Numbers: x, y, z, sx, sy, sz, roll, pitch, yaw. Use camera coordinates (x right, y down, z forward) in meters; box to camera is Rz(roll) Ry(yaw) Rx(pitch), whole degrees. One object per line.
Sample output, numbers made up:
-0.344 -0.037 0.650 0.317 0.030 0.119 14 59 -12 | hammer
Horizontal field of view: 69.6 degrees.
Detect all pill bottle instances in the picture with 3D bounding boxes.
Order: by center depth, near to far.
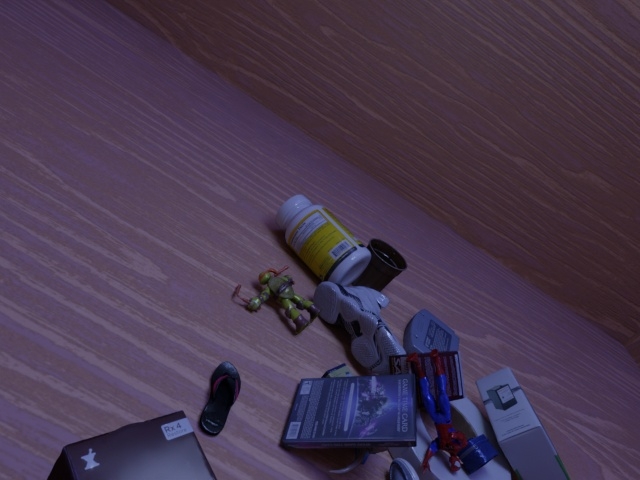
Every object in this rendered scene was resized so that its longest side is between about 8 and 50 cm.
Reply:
0.000 0.000 1.588 0.334 0.188 0.187 46 27 21 | pill bottle

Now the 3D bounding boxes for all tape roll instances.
0.325 0.519 1.221 0.391 0.072 0.392 28 27 -15 | tape roll

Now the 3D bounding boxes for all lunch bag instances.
0.383 0.518 1.131 0.098 0.067 0.065 7 37 -47 | lunch bag

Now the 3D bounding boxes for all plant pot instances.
0.199 0.106 1.678 0.166 0.165 0.167 29 26 -16 | plant pot

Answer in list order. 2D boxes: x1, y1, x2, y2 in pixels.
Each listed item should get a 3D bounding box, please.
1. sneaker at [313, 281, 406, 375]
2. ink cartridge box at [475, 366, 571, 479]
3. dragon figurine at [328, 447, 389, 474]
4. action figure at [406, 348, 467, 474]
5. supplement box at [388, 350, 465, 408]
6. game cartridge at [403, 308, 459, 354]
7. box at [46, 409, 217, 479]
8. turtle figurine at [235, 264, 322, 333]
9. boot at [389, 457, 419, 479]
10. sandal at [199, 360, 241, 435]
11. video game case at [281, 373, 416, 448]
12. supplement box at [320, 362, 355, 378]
0.157 0.248 1.377 0.210 0.138 0.366 3 30 -47 | sneaker
0.569 0.536 1.317 0.211 0.121 0.289 59 13 -9 | ink cartridge box
0.099 0.443 1.050 0.085 0.144 0.289 39 44 5 | dragon figurine
0.265 0.409 1.055 0.139 0.091 0.281 -19 91 -62 | action figure
0.284 0.361 1.211 0.239 0.073 0.131 11 71 -43 | supplement box
0.389 0.355 1.613 0.198 0.062 0.297 35 25 8 | game cartridge
-0.255 0.368 0.601 0.168 0.203 0.167 1 42 -50 | box
-0.099 0.151 1.316 0.217 0.087 0.269 41 25 11 | turtle figurine
0.171 0.551 0.970 0.086 0.069 0.190 23 29 -32 | boot
-0.199 0.317 0.952 0.067 0.040 0.179 30 25 -12 | sandal
0.069 0.368 1.005 0.273 0.026 0.196 -6 22 13 | video game case
0.049 0.367 1.158 0.083 0.056 0.083 48 28 25 | supplement box
